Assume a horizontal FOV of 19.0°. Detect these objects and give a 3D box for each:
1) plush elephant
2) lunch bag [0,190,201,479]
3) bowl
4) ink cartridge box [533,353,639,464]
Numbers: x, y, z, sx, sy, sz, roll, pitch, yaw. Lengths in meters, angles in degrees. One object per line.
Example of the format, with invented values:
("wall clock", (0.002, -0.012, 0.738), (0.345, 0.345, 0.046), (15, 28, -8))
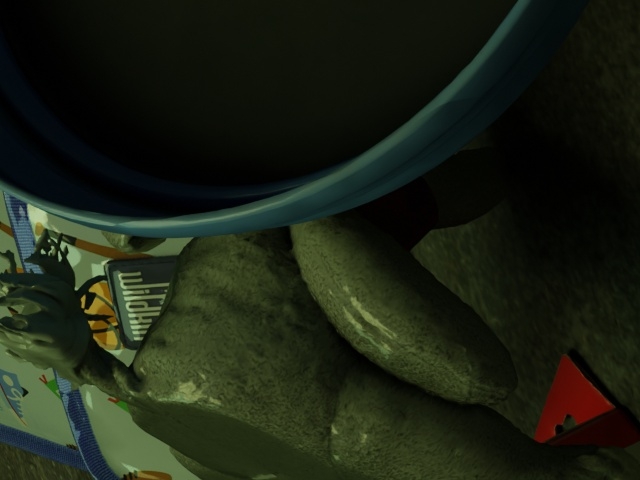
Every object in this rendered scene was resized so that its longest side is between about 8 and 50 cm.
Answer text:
("plush elephant", (0.000, 0.000, 1.012), (0.330, 0.255, 0.272), (29, 157, -22))
("lunch bag", (-0.128, -0.008, 1.325), (0.385, 0.239, 0.328), (12, 123, 41))
("bowl", (-0.036, -0.189, 0.855), (0.391, 0.391, 0.077), (54, -165, 26))
("ink cartridge box", (0.165, 0.193, 1.067), (0.231, 0.078, 0.134), (53, 152, 30))
